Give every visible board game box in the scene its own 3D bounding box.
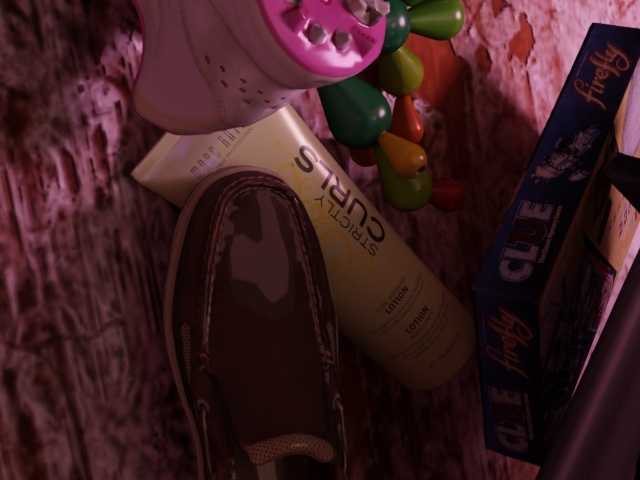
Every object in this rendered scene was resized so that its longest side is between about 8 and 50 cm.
[{"bbox_3d":[0.161,0.000,0.968,0.165,0.042,0.243,79,32,-46],"label":"board game box"}]

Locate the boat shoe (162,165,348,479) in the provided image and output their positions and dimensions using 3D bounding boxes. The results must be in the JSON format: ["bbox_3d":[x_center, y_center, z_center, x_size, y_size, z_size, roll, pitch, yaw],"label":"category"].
[{"bbox_3d":[-0.021,0.091,0.761,0.095,0.095,0.257,-7,97,-22],"label":"boat shoe"}]

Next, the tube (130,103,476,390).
[{"bbox_3d":[0.000,0.000,0.843,0.240,0.062,0.070,45,38,-34],"label":"tube"}]

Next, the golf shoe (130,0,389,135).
[{"bbox_3d":[-0.060,-0.191,0.758,0.115,0.140,0.306,18,53,-38],"label":"golf shoe"}]

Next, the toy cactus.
[{"bbox_3d":[0.022,-0.118,0.853,0.180,0.112,0.219,-9,103,-37],"label":"toy cactus"}]

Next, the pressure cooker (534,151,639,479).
[{"bbox_3d":[0.327,0.098,0.829,0.370,0.375,0.420,25,90,-17],"label":"pressure cooker"}]
